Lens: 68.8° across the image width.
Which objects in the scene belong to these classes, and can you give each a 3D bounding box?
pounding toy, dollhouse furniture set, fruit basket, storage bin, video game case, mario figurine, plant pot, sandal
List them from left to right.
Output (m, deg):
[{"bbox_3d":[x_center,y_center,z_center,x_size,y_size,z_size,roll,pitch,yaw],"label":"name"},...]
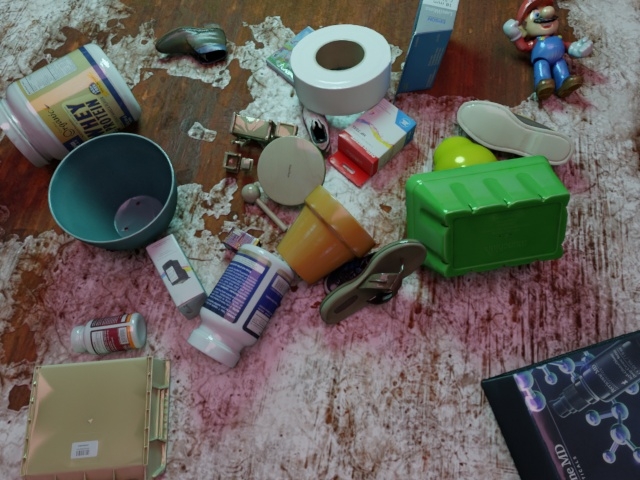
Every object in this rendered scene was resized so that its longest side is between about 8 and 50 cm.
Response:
[{"bbox_3d":[-0.481,0.397,1.026,0.262,0.123,0.261,-4,69,-2],"label":"storage bin"},{"bbox_3d":[-0.488,-0.095,1.181,0.290,0.195,0.290,0,69,0],"label":"plant pot"},{"bbox_3d":[-0.163,-0.255,1.320,0.181,0.101,0.161,13,93,5],"label":"dollhouse furniture set"},{"bbox_3d":[-0.085,-0.168,1.276,0.183,0.110,0.237,38,102,3],"label":"pounding toy"},{"bbox_3d":[-0.030,-0.555,1.456,0.212,0.023,0.193,42,74,15],"label":"video game case"},{"bbox_3d":[0.000,0.000,1.155,0.188,0.205,0.205,-44,74,1],"label":"plant pot"},{"bbox_3d":[0.135,0.114,1.111,0.302,0.120,0.086,-40,42,8],"label":"sandal"},{"bbox_3d":[0.389,-0.100,1.190,0.391,0.283,0.392,-6,25,3],"label":"fruit basket"},{"bbox_3d":[0.674,-0.596,1.388,0.198,0.170,0.321,1,72,-37],"label":"mario figurine"}]

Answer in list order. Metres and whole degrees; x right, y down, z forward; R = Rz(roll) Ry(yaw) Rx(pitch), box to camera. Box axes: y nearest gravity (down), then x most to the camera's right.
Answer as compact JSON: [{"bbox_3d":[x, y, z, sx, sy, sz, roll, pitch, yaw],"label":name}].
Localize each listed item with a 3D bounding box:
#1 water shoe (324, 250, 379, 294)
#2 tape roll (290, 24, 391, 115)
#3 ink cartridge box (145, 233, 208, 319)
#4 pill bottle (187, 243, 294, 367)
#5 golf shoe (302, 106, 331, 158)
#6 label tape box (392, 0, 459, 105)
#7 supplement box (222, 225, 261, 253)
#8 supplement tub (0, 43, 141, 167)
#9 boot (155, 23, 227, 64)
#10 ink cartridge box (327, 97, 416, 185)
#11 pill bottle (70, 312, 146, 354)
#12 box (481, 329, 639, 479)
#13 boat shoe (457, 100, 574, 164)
[{"bbox_3d":[0.098,0.070,1.176,0.203,0.080,0.073,-27,70,-10],"label":"water shoe"},{"bbox_3d":[0.060,-0.489,1.334,0.286,0.100,0.286,-3,56,5],"label":"tape roll"},{"bbox_3d":[-0.342,0.092,1.144,0.072,0.127,0.175,-30,72,-14],"label":"ink cartridge box"},{"bbox_3d":[-0.188,0.153,1.102,0.153,0.153,0.265,28,74,11],"label":"pill bottle"},{"bbox_3d":[-0.007,-0.330,1.334,0.067,0.086,0.186,-15,68,-5],"label":"golf shoe"},{"bbox_3d":[0.309,-0.567,1.346,0.105,0.241,0.334,15,70,4],"label":"label tape box"},{"bbox_3d":[-0.205,0.008,1.221,0.083,0.043,0.055,29,72,10],"label":"supplement box"},{"bbox_3d":[-0.684,-0.361,1.271,0.316,0.228,0.228,-36,72,-13],"label":"supplement tub"},{"bbox_3d":[-0.393,-0.598,1.444,0.219,0.082,0.106,-19,67,-9],"label":"boot"},{"bbox_3d":[0.143,-0.278,1.315,0.134,0.078,0.231,42,74,16],"label":"ink cartridge box"},{"bbox_3d":[-0.503,0.224,1.113,0.152,0.086,0.086,-8,68,-3],"label":"pill bottle"},{"bbox_3d":[0.604,0.375,0.984,0.395,0.212,0.294,-16,70,-5],"label":"box"},{"bbox_3d":[0.542,-0.303,1.316,0.324,0.096,0.117,24,111,13],"label":"boat shoe"}]
